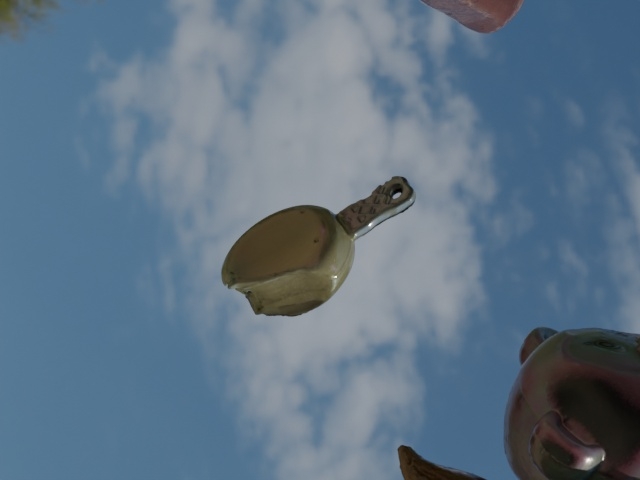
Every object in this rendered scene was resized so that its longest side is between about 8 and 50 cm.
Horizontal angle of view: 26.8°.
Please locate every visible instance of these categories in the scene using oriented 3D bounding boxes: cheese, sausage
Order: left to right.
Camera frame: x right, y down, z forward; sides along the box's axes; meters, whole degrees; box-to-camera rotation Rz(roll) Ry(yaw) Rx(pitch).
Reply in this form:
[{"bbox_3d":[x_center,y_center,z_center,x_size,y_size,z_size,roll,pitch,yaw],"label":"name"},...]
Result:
[{"bbox_3d":[0.000,0.005,1.097,0.171,0.047,0.092,-18,-134,16],"label":"cheese"},{"bbox_3d":[0.136,-0.309,1.485,0.094,0.348,0.097,-8,-100,30],"label":"sausage"}]

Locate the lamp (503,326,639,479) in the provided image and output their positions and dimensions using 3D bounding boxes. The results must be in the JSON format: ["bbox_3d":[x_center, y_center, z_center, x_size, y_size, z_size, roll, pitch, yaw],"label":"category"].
[{"bbox_3d":[0.314,0.218,1.317,0.247,0.301,0.247,-61,-172,25],"label":"lamp"}]

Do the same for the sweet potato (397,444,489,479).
[{"bbox_3d":[0.228,0.276,1.193,0.095,0.354,0.106,116,-11,-62],"label":"sweet potato"}]
